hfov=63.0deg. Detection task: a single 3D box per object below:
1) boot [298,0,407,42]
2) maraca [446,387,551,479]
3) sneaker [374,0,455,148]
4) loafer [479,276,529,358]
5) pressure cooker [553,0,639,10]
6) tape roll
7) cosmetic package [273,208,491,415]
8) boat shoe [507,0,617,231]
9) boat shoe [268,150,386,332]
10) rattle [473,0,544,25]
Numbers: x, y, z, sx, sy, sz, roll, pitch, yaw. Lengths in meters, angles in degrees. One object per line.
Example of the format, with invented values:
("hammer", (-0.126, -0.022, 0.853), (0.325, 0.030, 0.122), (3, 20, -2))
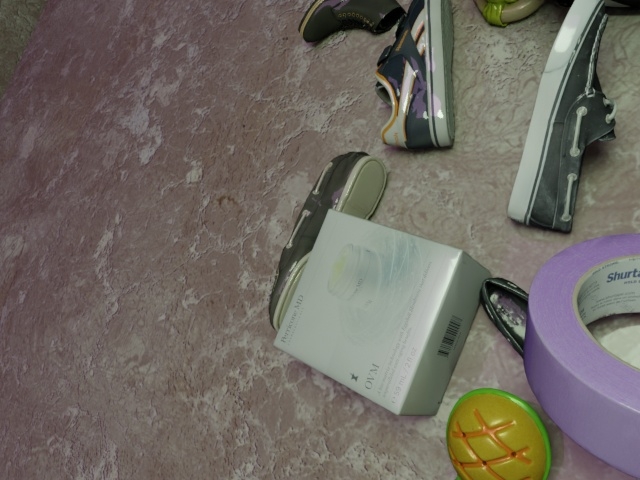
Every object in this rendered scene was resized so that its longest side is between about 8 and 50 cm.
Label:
("boot", (0.060, -0.436, 1.034), (0.198, 0.077, 0.137), (-36, 62, 16))
("maraca", (0.215, 0.272, 0.646), (0.127, 0.099, 0.186), (11, 103, 37))
("sneaker", (0.158, -0.308, 0.886), (0.127, 0.126, 0.321), (-3, 72, 25))
("loafer", (0.285, 0.133, 0.663), (0.076, 0.078, 0.223), (-45, 55, 10))
("pressure cooker", (0.414, -0.496, 0.645), (0.369, 0.375, 0.421), (18, 84, 41))
("tape roll", (0.353, 0.105, 0.528), (0.274, 0.090, 0.275), (-6, 35, 4))
("cosmetic package", (0.086, 0.099, 0.760), (0.224, 0.138, 0.224), (19, 85, 37))
("boat shoe", (0.332, -0.155, 0.679), (0.102, 0.108, 0.301), (19, 111, 26))
("boat shoe", (0.000, 0.000, 0.884), (0.095, 0.112, 0.335), (20, 78, 48))
("rattle", (0.328, -0.459, 0.836), (0.199, 0.142, 0.130), (-33, 39, 25))
